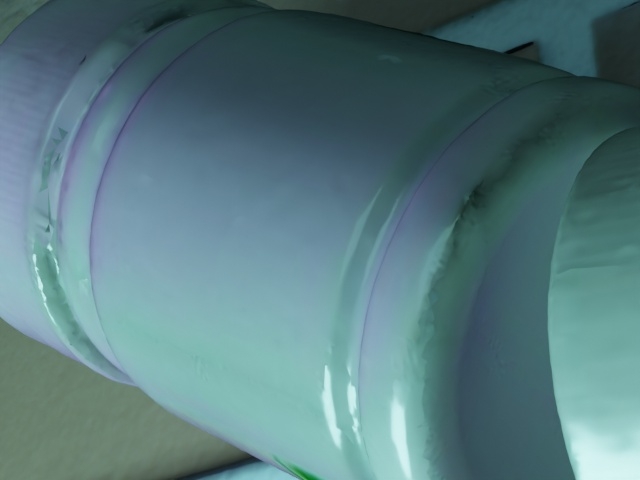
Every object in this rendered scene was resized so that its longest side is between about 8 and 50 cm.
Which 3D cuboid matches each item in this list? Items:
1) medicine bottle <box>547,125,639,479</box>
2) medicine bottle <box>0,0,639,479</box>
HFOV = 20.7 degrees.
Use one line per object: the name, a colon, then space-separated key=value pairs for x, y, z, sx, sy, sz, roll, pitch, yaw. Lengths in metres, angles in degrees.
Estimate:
medicine bottle: x=0.282 y=0.025 z=0.577 sx=0.371 sy=0.211 sz=0.211 roll=-9 pitch=65 yaw=36
medicine bottle: x=0.000 y=0.000 z=0.824 sx=0.325 sy=0.212 sz=0.212 roll=19 pitch=83 yaw=43
